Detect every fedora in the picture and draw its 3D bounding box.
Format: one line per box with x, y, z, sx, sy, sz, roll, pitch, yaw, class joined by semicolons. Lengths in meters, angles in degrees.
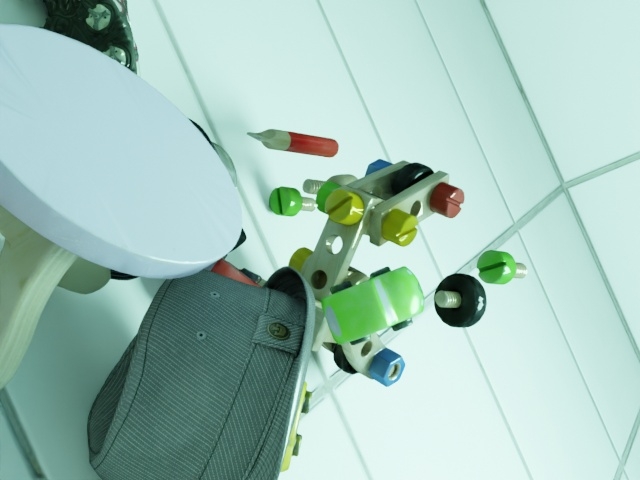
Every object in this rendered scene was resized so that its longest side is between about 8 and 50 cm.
-0.107;0.124;0.947;0.124;0.244;0.275;25;48;-13;fedora

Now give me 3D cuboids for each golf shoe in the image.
-0.209;-0.196;1.111;0.120;0.105;0.273;21;50;-67;golf shoe

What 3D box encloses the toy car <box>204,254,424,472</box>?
-0.010;0.082;1.121;0.053;0.225;0.239;53;16;-88;toy car

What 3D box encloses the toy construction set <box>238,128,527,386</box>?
0.000;0.000;1.263;0.237;0.257;0.309;5;43;-49;toy construction set

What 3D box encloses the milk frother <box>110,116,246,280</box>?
-0.149;-0.033;1.086;0.135;0.143;0.129;47;26;-83;milk frother

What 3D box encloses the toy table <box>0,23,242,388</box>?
-0.206;-0.031;0.876;0.274;0.161;0.252;36;35;-40;toy table
